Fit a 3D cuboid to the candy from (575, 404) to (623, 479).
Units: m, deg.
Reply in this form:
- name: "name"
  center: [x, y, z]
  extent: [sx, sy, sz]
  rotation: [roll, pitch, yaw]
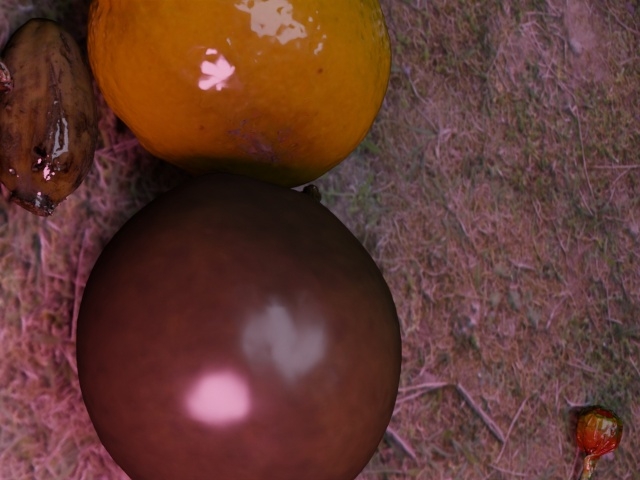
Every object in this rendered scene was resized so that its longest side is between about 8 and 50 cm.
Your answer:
- name: "candy"
  center: [0.325, 0.298, 1.614]
  extent: [0.060, 0.060, 0.201]
  rotation: [24, 74, -37]

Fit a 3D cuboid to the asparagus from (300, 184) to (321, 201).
- name: "asparagus"
  center: [0.000, 0.001, 1.304]
  extent: [0.236, 0.034, 0.027]
  rotation: [69, 35, -63]

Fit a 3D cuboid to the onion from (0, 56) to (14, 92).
- name: "onion"
  center: [-0.316, -0.133, 1.009]
  extent: [0.173, 0.198, 0.135]
  rotation: [-17, 88, -60]

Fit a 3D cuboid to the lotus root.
- name: "lotus root"
  center: [-0.238, -0.106, 1.147]
  extent: [0.080, 0.089, 0.179]
  rotation: [65, 24, -73]

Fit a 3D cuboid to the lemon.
- name: "lemon"
  center: [-0.072, -0.176, 1.198]
  extent: [0.284, 0.260, 0.261]
  rotation: [26, 64, -16]

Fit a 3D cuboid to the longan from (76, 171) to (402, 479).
- name: "longan"
  center: [-0.070, 0.088, 1.140]
  extent: [0.297, 0.297, 0.297]
  rotation: [9, 77, -41]
